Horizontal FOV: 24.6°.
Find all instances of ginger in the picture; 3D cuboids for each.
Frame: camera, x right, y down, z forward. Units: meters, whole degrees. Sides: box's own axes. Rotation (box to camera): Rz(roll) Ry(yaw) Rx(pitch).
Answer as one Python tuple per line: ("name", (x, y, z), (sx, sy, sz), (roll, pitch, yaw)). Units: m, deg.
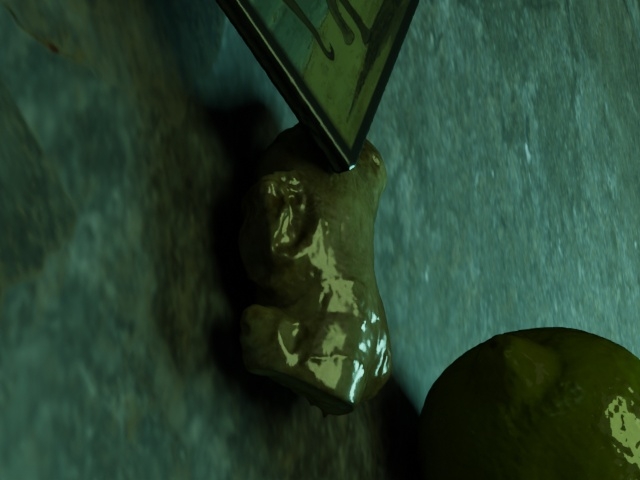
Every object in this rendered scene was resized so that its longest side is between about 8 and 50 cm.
("ginger", (-0.002, -0.001, 0.865), (0.137, 0.074, 0.213), (54, 38, -52))

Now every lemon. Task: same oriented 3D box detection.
("lemon", (0.163, 0.161, 1.022), (0.248, 0.184, 0.184), (63, 28, -41))

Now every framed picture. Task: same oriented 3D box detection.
("framed picture", (-0.048, -0.239, 0.864), (0.347, 0.016, 0.265), (54, 33, -23))
